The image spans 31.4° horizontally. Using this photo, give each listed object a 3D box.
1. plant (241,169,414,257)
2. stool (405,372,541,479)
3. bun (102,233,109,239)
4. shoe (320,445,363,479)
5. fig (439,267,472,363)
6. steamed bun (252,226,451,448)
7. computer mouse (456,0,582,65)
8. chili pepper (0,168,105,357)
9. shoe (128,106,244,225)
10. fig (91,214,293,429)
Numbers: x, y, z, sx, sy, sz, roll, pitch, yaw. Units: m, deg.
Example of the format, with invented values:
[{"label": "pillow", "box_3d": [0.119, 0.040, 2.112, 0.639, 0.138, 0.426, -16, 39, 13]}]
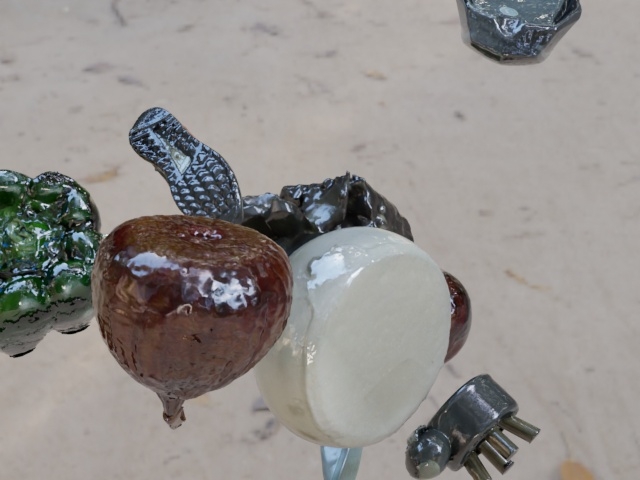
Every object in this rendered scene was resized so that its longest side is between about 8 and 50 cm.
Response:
[{"label": "plant", "box_3d": [0.000, 0.000, 1.660, 0.199, 0.188, 0.276, -4, -10, 41]}, {"label": "stool", "box_3d": [0.240, 0.324, 1.831, 0.228, 0.153, 0.139, -40, 68, -14]}, {"label": "bun", "box_3d": [-0.354, 0.042, 1.825, 0.069, 0.115, 0.115, 18, 26, -9]}, {"label": "shoe", "box_3d": [0.038, 0.419, 2.276, 0.078, 0.079, 0.195, 9, 67, 29]}, {"label": "fig", "box_3d": [0.160, 0.110, 2.036, 0.186, 0.203, 0.249, 10, 37, -33]}, {"label": "steamed bun", "box_3d": [0.025, 0.116, 1.442, 0.283, 0.283, 0.177, -25, 28, -36]}, {"label": "computer mouse", "box_3d": [0.195, -0.232, 1.147, 0.126, 0.071, 0.231, 13, 37, 6]}, {"label": "chili pepper", "box_3d": [-0.415, 0.040, 1.630, 0.233, 0.256, 0.248, 3, 71, -9]}, {"label": "shoe", "box_3d": [-0.140, -0.071, 1.283, 0.074, 0.077, 0.194, -43, 60, -2]}, {"label": "fig", "box_3d": [-0.108, 0.078, 0.838, 0.146, 0.201, 0.133, 17, 28, -11]}]
